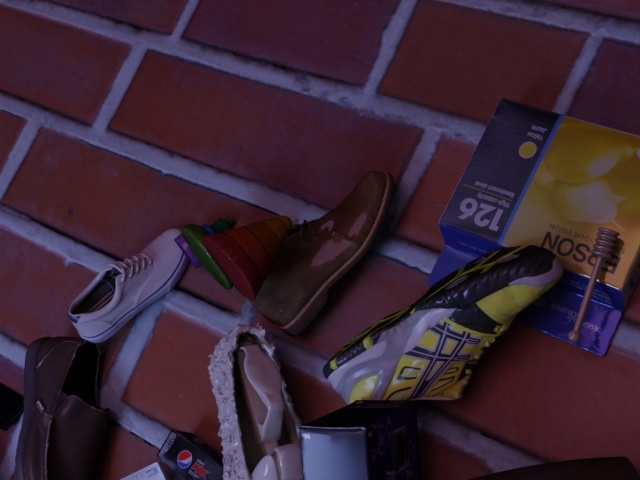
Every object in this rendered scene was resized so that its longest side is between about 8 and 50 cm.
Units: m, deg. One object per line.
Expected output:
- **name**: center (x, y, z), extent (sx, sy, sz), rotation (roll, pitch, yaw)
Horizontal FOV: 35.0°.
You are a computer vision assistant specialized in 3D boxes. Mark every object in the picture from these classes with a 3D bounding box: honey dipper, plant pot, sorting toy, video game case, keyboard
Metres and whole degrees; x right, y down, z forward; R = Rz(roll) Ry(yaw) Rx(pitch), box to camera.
- **honey dipper**: center (0.368, 0.062, 1.377), extent (0.030, 0.030, 0.161), rotation (16, 89, 33)
- **plant pot**: center (0.301, 0.366, 1.275), extent (0.230, 0.215, 0.215), rotation (-24, 60, 3)
- **sorting toy**: center (-0.135, -0.002, 1.637), extent (0.126, 0.127, 0.365), rotation (-39, 16, -13)
- **video game case**: center (-0.268, 0.426, 1.637), extent (0.087, 0.011, 0.122), rotation (-29, 83, 21)
- **keyboard**: center (-0.636, 0.312, 1.917), extent (0.192, 0.038, 0.100), rotation (19, 58, 34)

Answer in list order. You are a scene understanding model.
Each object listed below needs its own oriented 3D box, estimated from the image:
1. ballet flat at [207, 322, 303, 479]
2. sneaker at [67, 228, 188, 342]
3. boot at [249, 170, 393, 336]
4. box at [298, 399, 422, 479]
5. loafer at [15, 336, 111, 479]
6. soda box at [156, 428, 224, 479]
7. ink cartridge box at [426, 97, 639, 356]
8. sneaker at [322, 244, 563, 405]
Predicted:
- **ballet flat**: center (-0.081, 0.301, 1.520), extent (0.147, 0.147, 0.409), rotation (-31, 58, 15)
- **sneaker**: center (-0.329, 0.069, 1.773), extent (0.094, 0.091, 0.258), rotation (34, 74, 30)
- **boot**: center (0.000, 0.000, 1.610), extent (0.305, 0.115, 0.112), rotation (-53, 20, -1)
- **box**: center (0.063, 0.359, 1.358), extent (0.103, 0.184, 0.261), rotation (-4, 91, 29)
- **loafer**: center (-0.430, 0.318, 1.728), extent (0.130, 0.134, 0.366), rotation (-22, 62, 20)
- **soda box**: center (-0.178, 0.365, 1.613), extent (0.169, 0.060, 0.053), rotation (29, 89, 34)
- **ink cartridge box**: center (0.333, -0.031, 1.481), extent (0.303, 0.072, 0.307), rotation (22, 80, 33)
- **sneaker**: center (0.190, 0.139, 1.459), extent (0.384, 0.145, 0.147), rotation (-34, 90, 25)
